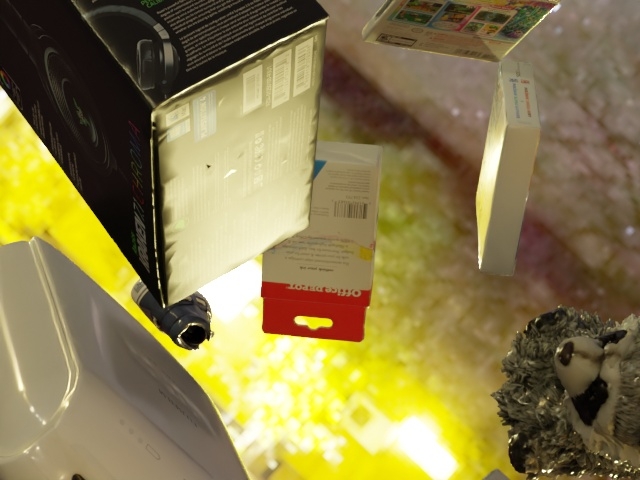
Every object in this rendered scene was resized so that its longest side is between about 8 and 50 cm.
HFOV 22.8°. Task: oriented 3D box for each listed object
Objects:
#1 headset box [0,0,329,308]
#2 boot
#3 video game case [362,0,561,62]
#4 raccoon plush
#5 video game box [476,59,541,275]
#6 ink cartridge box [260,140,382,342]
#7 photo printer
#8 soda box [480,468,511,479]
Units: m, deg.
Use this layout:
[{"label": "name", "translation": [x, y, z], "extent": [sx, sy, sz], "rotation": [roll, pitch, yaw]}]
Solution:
[{"label": "headset box", "translation": [-0.131, -0.142, 1.071], "extent": [0.283, 0.131, 0.246], "rotation": [52, -21, 22]}, {"label": "boot", "translation": [-0.157, 0.100, 1.867], "extent": [0.086, 0.069, 0.190], "rotation": [49, 3, 22]}, {"label": "video game case", "translation": [0.140, -0.226, 1.600], "extent": [0.157, 0.019, 0.143], "rotation": [7, -21, -19]}, {"label": "raccoon plush", "translation": [0.426, 0.188, 1.871], "extent": [0.446, 0.216, 0.299], "rotation": [7, -7, -33]}, {"label": "video game box", "translation": [0.227, -0.090, 1.942], "extent": [0.048, 0.205, 0.187], "rotation": [6, 31, -2]}, {"label": "ink cartridge box", "translation": [0.000, 0.000, 1.913], "extent": [0.134, 0.231, 0.078], "rotation": [5, 22, 4]}, {"label": "photo printer", "translation": [-0.150, 0.152, 1.190], "extent": [0.256, 0.107, 0.307], "rotation": [48, 3, -28]}, {"label": "soda box", "translation": [0.182, 0.294, 1.078], "extent": [0.286, 0.091, 0.098], "rotation": [42, -36, 6]}]
